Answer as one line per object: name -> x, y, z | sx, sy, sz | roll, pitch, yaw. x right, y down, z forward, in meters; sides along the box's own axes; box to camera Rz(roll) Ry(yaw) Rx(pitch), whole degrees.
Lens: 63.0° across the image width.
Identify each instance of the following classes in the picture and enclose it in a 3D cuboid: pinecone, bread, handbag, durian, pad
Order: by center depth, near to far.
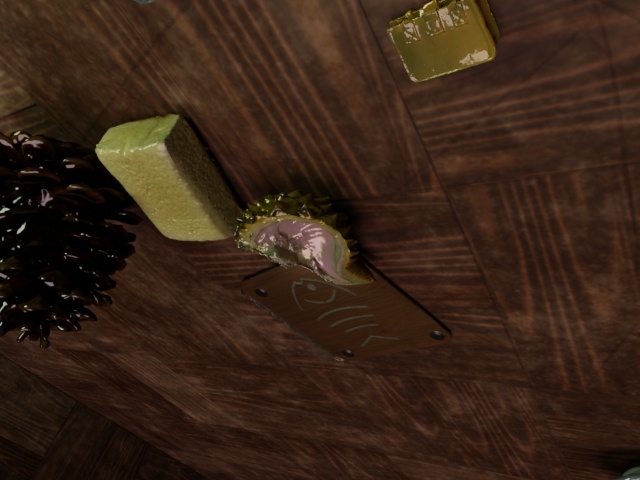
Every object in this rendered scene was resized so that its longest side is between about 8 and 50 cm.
handbag -> 0.105, -0.174, 0.447 | 0.083, 0.027, 0.061 | -6, 137, 36
durian -> -0.004, -0.006, 0.699 | 0.224, 0.078, 0.140 | 32, 134, -32
bread -> -0.197, -0.077, 0.706 | 0.126, 0.068, 0.188 | 1, 141, 27
pinecone -> -0.374, -0.001, 0.712 | 0.247, 0.291, 0.246 | -5, 160, -2
pad -> 0.034, 0.120, 0.898 | 0.284, 0.018, 0.287 | 40, 140, -23

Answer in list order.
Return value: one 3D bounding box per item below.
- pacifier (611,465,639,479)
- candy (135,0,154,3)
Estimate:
pacifier -> 0.661, 0.538, 0.949 | 0.287, 0.225, 0.238 | 28, 127, -11
candy -> -0.140, -0.266, 0.442 | 0.045, 0.043, 0.175 | 32, 148, -17
